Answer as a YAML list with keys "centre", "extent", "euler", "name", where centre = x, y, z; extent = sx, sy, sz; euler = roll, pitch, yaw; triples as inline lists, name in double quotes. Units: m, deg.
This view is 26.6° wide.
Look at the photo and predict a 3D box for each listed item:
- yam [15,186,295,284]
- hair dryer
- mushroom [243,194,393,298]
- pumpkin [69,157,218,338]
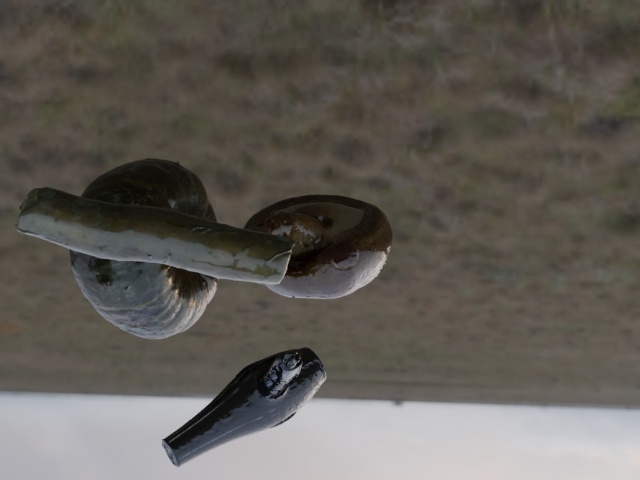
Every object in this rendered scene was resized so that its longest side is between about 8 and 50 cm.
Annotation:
- centre: [-0.188, -0.004, 1.550]
  extent: [0.317, 0.067, 0.071]
  euler: [12, -161, -8]
  name: "yam"
- centre: [-0.065, 0.154, 1.398]
  extent: [0.195, 0.075, 0.219]
  euler: [-30, 169, -23]
  name: "hair dryer"
- centre: [0.000, 0.014, 2.022]
  extent: [0.231, 0.138, 0.194]
  euler: [15, -160, 38]
  name: "mushroom"
- centre: [-0.233, 0.008, 1.920]
  extent: [0.189, 0.260, 0.260]
  euler: [-8, 169, 29]
  name: "pumpkin"
